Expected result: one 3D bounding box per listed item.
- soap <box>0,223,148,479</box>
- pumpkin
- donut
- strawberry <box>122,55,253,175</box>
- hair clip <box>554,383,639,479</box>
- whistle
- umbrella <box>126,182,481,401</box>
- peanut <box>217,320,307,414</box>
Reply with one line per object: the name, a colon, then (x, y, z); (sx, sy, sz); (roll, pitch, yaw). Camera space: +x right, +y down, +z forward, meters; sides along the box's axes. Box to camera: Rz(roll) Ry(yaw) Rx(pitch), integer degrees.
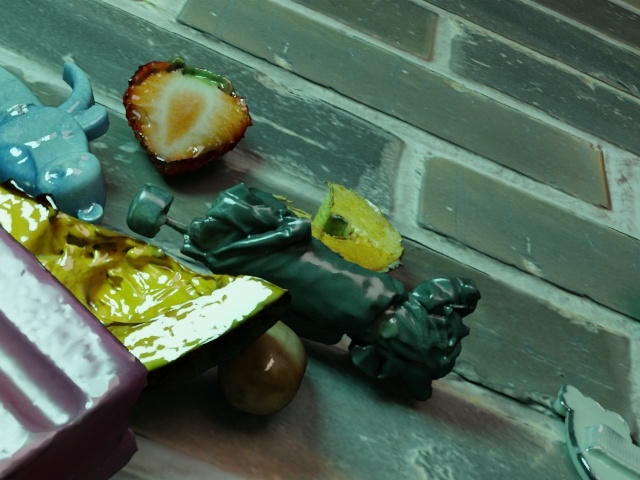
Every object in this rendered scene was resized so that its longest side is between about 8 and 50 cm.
soap: (-0.322, 0.067, 0.800); (0.359, 0.128, 0.233); (41, 54, 20)
pumpkin: (-0.190, 0.076, 0.966); (0.312, 0.148, 0.169); (19, 70, 15)
donut: (0.009, 0.007, 1.227); (0.146, 0.078, 0.181); (43, 30, 22)
strawberry: (-0.154, -0.128, 1.295); (0.146, 0.082, 0.187); (18, 39, -3)
hair clip: (0.336, 0.232, 1.167); (0.220, 0.054, 0.140); (26, 37, 3)
whistle: (-0.290, -0.099, 1.144); (0.180, 0.093, 0.269); (-31, 59, -25)
umbrella: (-0.017, 0.032, 1.096); (0.348, 0.143, 0.094); (24, 26, -6)
peanut: (-0.050, 0.109, 1.037); (0.076, 0.076, 0.152); (26, 11, -1)
